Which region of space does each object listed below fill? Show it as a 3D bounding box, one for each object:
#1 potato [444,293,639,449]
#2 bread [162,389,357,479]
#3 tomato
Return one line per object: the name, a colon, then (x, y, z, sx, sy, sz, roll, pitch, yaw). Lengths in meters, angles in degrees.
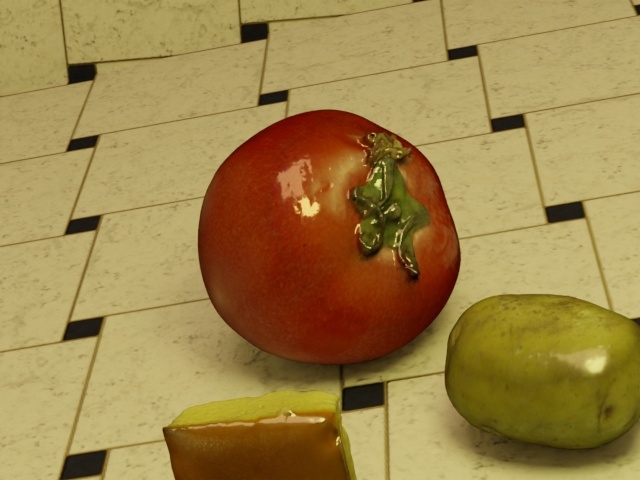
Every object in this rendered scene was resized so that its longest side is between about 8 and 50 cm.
potato: (0.241, 0.138, 1.753, 0.228, 0.149, 0.197, -3, 41, 23)
bread: (-0.015, 0.288, 1.335, 0.138, 0.361, 0.077, -10, 20, 10)
tomato: (0.000, 0.000, 1.993, 0.321, 0.322, 0.321, -10, 26, 5)
